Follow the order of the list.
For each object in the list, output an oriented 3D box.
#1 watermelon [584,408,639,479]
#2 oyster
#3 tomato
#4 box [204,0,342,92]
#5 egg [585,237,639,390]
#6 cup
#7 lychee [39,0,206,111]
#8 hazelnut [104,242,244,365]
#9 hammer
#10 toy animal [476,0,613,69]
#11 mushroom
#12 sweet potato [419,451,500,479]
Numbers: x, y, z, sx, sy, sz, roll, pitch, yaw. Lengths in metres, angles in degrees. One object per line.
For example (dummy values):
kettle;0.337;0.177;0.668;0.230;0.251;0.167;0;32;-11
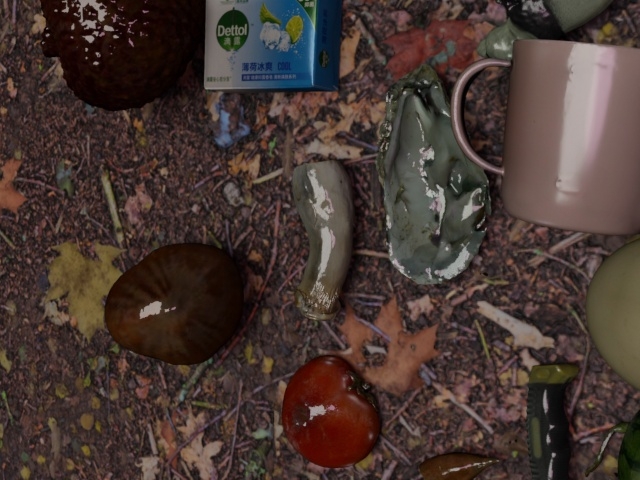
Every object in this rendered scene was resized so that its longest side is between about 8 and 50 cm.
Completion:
watermelon;0.418;0.267;1.051;0.232;0.127;0.204;38;114;31
oyster;0.133;-0.080;1.233;0.199;0.087;0.252;-40;79;16
tomato;0.003;0.245;1.325;0.139;0.091;0.159;-39;75;28
box;-0.069;-0.284;1.358;0.194;0.073;0.139;4;94;32
egg;0.402;0.087;1.013;0.241;0.186;0.186;17;101;38
cup;0.270;-0.120;1.072;0.252;0.191;0.200;8;100;5
lychee;-0.290;-0.323;1.396;0.260;0.260;0.261;1;93;32
hazelnut;-0.207;0.103;1.389;0.210;0.210;0.186;10;136;31
hammer;0.282;0.265;1.165;0.158;0.041;0.227;-8;80;51
toy animal;0.273;-0.298;1.141;0.225;0.094;0.121;-39;81;26
mushroom;0.004;0.001;1.323;0.092;0.081;0.223;-2;93;13
sweet potato;0.184;0.299;1.239;0.117;0.049;0.049;-23;80;34
